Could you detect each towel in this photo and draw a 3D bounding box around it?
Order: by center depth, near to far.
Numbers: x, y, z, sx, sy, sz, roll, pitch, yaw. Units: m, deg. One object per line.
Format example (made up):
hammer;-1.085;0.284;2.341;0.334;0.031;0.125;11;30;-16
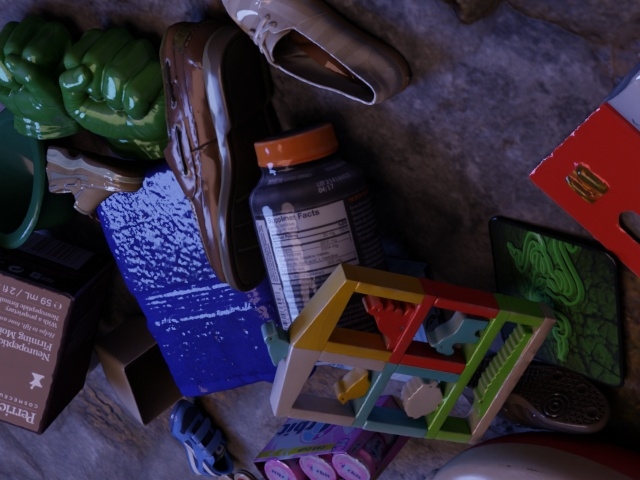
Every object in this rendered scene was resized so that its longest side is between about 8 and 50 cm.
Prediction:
towel;-0.138;0.037;1.880;0.228;0.076;0.308;-12;109;40

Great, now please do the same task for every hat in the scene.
hat;-0.318;-0.064;2.005;0.173;0.184;0.208;-17;74;51

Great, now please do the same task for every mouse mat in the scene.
mouse mat;0.248;0.067;1.637;0.153;0.007;0.189;19;137;34

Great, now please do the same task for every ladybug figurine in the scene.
ladybug figurine;0.324;0.341;1.715;0.449;0.162;0.305;25;140;20

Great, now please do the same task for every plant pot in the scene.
plant pot;-0.238;0.161;2.087;0.096;0.109;0.109;26;141;41

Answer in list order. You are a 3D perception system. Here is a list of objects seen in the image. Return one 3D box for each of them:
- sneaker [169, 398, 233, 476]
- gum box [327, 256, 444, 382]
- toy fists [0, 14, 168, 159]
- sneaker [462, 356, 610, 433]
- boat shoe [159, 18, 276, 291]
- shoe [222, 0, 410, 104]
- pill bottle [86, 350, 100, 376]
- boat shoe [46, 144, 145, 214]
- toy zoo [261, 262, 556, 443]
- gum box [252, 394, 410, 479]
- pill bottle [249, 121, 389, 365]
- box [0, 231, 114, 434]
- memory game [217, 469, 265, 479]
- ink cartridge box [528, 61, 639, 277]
sneaker;-0.163;0.275;2.168;0.059;0.053;0.144;10;140;36
gum box;0.056;0.087;1.804;0.184;0.041;0.157;10;131;36
toy fists;-0.280;-0.179;1.800;0.279;0.096;0.142;14;133;34
sneaker;0.241;0.178;1.727;0.188;0.066;0.071;18;153;36
boat shoe;-0.111;-0.095;1.715;0.104;0.111;0.307;13;117;32
shoe;-0.014;-0.202;1.575;0.219;0.058;0.076;30;140;15
pill bottle;-0.401;0.124;2.182;0.193;0.108;0.108;47;142;-7
boat shoe;-0.263;-0.065;1.820;0.190;0.068;0.072;16;96;57
toy zoo;0.075;0.119;1.618;0.293;0.030;0.192;12;124;-24
gum box;0.019;0.256;1.944;0.188;0.107;0.062;-15;115;47
pill bottle;0.000;0.000;1.673;0.130;0.130;0.245;-5;102;44
box;-0.388;0.110;2.027;0.169;0.167;0.203;18;109;5
memory game;-0.080;0.402;2.246;0.186;0.012;0.186;24;139;23
ink cartridge box;0.375;-0.032;1.375;0.308;0.091;0.385;42;141;0
